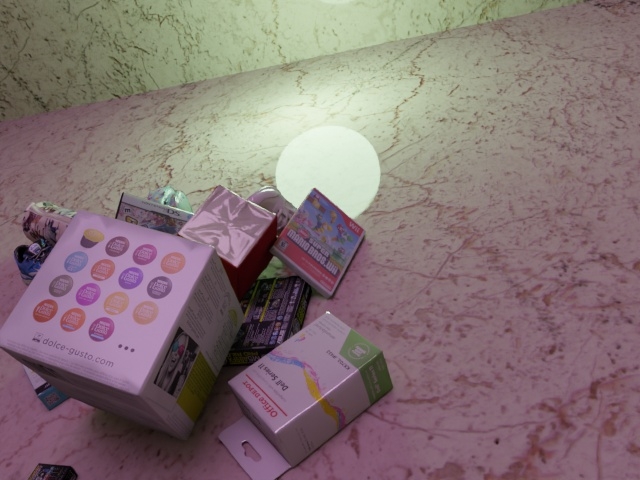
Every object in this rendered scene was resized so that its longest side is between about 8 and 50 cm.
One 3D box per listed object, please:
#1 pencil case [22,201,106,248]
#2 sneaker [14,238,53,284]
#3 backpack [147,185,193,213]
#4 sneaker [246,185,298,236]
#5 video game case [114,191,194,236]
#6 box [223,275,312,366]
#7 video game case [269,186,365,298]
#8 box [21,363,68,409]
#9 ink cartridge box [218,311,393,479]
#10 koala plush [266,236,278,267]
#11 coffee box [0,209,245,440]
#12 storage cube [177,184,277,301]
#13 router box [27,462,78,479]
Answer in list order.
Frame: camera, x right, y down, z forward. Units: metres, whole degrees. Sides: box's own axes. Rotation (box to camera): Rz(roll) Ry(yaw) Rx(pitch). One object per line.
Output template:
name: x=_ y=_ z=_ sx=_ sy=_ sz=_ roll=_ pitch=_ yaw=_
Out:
pencil case: x=-0.871 y=-0.036 z=2.199 sx=0.410 sy=0.183 sz=0.160 roll=13 pitch=45 yaw=39
sneaker: x=-0.893 y=0.082 z=2.071 sx=0.330 sy=0.147 sz=0.130 roll=8 pitch=41 yaw=32
backpack: x=-0.505 y=-0.091 z=2.119 sx=0.144 sy=0.166 sz=0.188 roll=-21 pitch=35 yaw=1
sneaker: x=-0.092 y=-0.059 z=1.799 sx=0.152 sy=0.305 sz=0.114 roll=36 pitch=96 yaw=35
video game case: x=-0.480 y=0.006 z=1.844 sx=0.248 sy=0.035 sz=0.274 roll=17 pitch=50 yaw=-20
box: x=-0.153 y=0.202 z=1.636 sx=0.216 sy=0.060 sz=0.270 roll=-7 pitch=35 yaw=17
video game case: x=0.000 y=0.000 z=1.753 sx=0.025 sy=0.204 sz=0.285 roll=-41 pitch=12 yaw=44
box: x=-0.725 y=0.342 z=1.698 sx=0.100 sy=0.060 sz=0.244 roll=-34 pitch=37 yaw=-22
ink cartridge box: x=-0.049 y=0.327 z=1.354 sx=0.353 sy=0.119 sz=0.207 roll=-33 pitch=37 yaw=-22
koala plush: x=-0.231 y=0.022 z=1.834 sx=0.196 sy=0.203 sz=0.221 roll=-35 pitch=50 yaw=-27
coffee box: x=-0.405 y=0.187 z=1.390 sx=0.338 sy=0.338 sz=0.334 roll=15 pitch=62 yaw=15
storage cube: x=-0.236 y=0.007 z=1.648 sx=0.184 sy=0.193 sz=0.215 roll=29 pitch=61 yaw=11
router box: x=-0.598 y=0.544 z=1.372 sx=0.092 sy=0.038 sz=0.122 roll=-2 pitch=36 yaw=21
